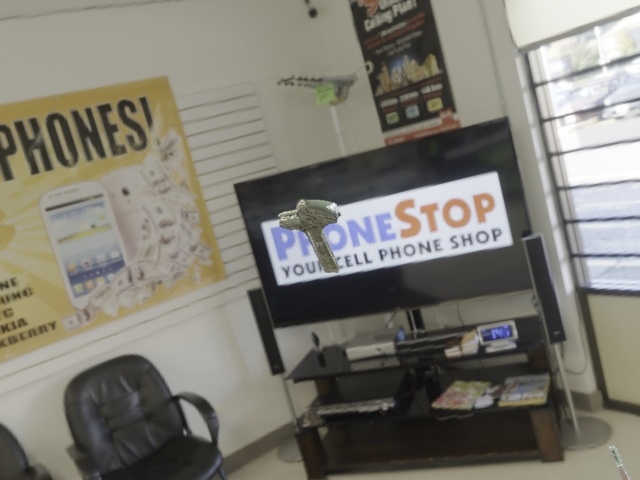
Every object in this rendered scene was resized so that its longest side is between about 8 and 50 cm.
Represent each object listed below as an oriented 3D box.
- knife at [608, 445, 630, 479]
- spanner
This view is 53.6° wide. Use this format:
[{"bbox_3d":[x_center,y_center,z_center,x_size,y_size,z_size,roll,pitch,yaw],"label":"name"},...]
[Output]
[{"bbox_3d":[0.643,0.533,1.217,0.053,0.278,0.123,-39,-9,19],"label":"knife"},{"bbox_3d":[0.000,0.000,0.990,0.093,0.026,0.325,-2,-19,8],"label":"spanner"}]
